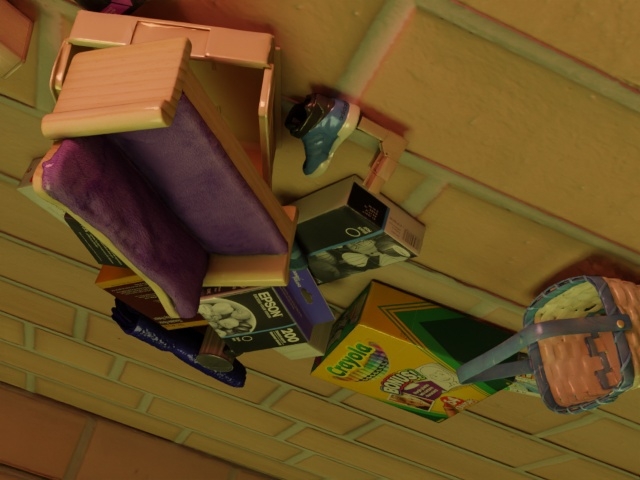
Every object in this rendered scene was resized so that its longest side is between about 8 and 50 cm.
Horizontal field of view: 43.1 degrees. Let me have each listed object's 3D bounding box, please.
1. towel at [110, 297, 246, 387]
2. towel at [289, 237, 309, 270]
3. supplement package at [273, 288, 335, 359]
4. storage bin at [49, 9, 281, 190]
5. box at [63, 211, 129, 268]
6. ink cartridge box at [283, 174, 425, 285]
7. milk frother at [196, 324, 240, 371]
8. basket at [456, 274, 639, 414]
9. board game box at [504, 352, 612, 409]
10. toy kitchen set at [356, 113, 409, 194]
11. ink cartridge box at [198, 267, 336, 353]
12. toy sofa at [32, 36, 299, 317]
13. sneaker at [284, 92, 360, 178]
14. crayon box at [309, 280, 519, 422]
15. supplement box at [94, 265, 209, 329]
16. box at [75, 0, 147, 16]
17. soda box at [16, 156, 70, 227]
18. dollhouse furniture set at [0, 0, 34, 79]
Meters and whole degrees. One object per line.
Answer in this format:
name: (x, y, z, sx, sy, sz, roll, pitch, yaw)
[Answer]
towel: (-0.330, 0.237, 1.860, 0.308, 0.076, 0.228, 34, 177, -27)
towel: (-0.065, 0.012, 1.319, 0.067, 0.029, 0.119, 3, 147, 24)
supplement package: (-0.074, 0.153, 1.625, 0.105, 0.105, 0.179, -15, 139, 44)
storage bin: (-0.187, -0.162, 1.072, 0.262, 0.123, 0.260, 8, 152, 2)
box: (-0.288, -0.026, 1.339, 0.207, 0.108, 0.153, 9, 151, 14)
ink cartridge box: (0.000, 0.000, 1.360, 0.165, 0.065, 0.333, 32, 149, -28)
milk frother: (-0.227, 0.188, 1.738, 0.143, 0.134, 0.129, 27, 145, -20)
basket: (0.385, 0.167, 1.268, 0.289, 0.201, 0.255, -7, 160, -25)
board game box: (0.471, 0.284, 1.639, 0.201, 0.035, 0.136, 10, 151, 12)
toy kitchen set: (0.063, -0.121, 1.107, 0.075, 0.083, 0.068, 26, -168, -16)
ink cartridge box: (-0.096, 0.128, 1.457, 0.208, 0.045, 0.206, -13, 142, 12)
toy sofa: (-0.161, -0.050, 0.959, 0.150, 0.177, 0.362, -3, 148, 20)
sneaker: (-0.014, -0.145, 1.105, 0.085, 0.058, 0.152, 19, 148, -16)
crayon box: (0.177, 0.240, 1.644, 0.313, 0.106, 0.363, 20, 152, -6)
supplement box: (-0.286, 0.066, 1.560, 0.191, 0.129, 0.194, -12, 140, 42)
box: (-0.281, -0.329, 0.955, 0.162, 0.029, 0.116, 36, 147, -30)
soda box: (-0.436, -0.064, 1.475, 0.074, 0.069, 0.216, -7, 143, 38)
dollhouse furniture set: (-0.527, -0.244, 1.064, 0.242, 0.212, 0.161, -32, 132, 21)
